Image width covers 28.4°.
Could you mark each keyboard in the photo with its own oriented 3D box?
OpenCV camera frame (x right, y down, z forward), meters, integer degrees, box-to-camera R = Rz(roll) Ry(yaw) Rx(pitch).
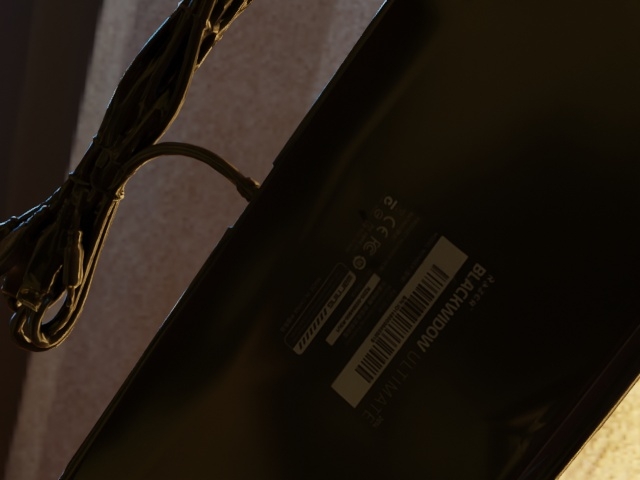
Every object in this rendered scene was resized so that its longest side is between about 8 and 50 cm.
[{"bbox_3d":[0.000,0.000,0.387,0.201,0.033,0.317,41,-76,21],"label":"keyboard"}]
